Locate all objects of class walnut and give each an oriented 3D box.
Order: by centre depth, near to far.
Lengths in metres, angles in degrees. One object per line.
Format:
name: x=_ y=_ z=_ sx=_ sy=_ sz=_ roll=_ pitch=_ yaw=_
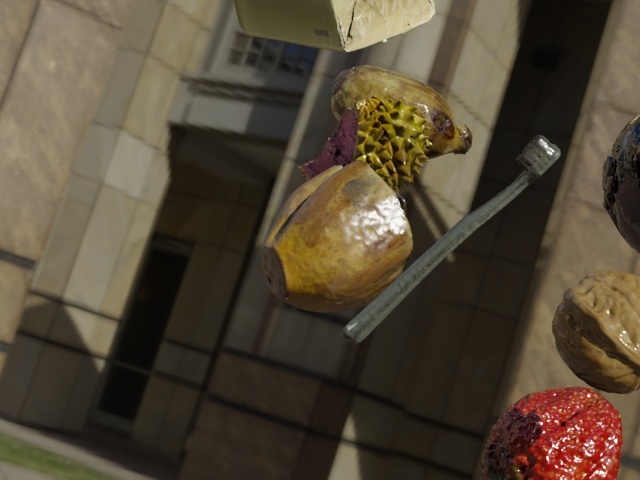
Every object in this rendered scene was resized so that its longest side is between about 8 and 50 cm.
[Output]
walnut: x=0.490 y=0.152 z=1.952 sx=0.213 sy=0.213 sz=0.213 roll=17 pitch=-8 yaw=3

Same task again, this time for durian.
durian: x=0.085 y=-0.121 z=1.894 sx=0.187 sy=0.153 sz=0.260 roll=-9 pitch=-22 yaw=-12

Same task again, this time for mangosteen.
mangosteen: x=0.677 y=-0.098 z=2.075 sx=0.347 sy=0.306 sz=0.307 roll=4 pitch=-10 yaw=6

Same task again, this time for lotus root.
lotus root: x=0.000 y=0.000 z=1.586 sx=0.199 sy=0.180 sz=0.188 roll=54 pitch=-27 yaw=29
lotus root: x=0.141 y=-0.210 z=1.976 sx=0.260 sy=0.128 sz=0.145 roll=25 pitch=32 yaw=-8

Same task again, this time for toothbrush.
toothbrush: x=0.128 y=0.003 z=1.207 sx=0.030 sy=0.297 sz=0.030 roll=43 pitch=11 yaw=-12

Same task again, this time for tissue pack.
tissue pack: x=0.012 y=-0.329 z=1.536 sx=0.159 sy=0.125 sz=0.234 roll=-27 pitch=28 yaw=-29

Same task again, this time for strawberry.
strawberry: x=0.459 y=0.410 z=2.235 sx=0.250 sy=0.288 sz=0.238 roll=52 pitch=-9 yaw=-13
